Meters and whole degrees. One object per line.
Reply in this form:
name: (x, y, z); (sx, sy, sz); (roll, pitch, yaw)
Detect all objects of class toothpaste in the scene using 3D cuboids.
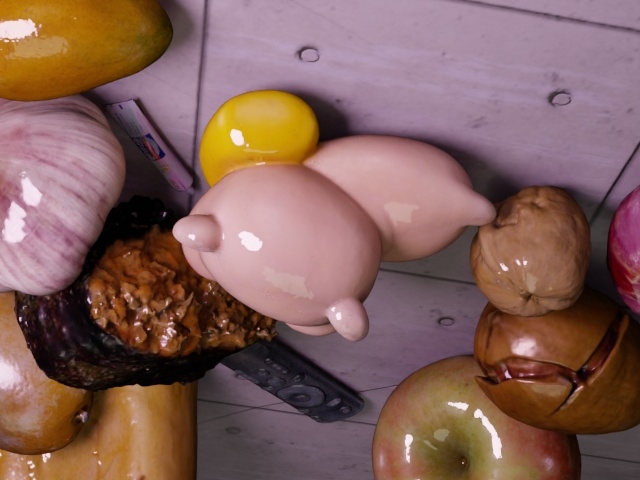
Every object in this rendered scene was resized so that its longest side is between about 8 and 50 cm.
toothpaste: (-0.196, -0.108, 1.257); (0.045, 0.028, 0.170); (-5, 143, 27)

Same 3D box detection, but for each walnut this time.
walnut: (0.349, 0.164, 1.425); (0.336, 0.209, 0.209); (21, 144, -38)
walnut: (0.250, 0.015, 1.251); (0.149, 0.166, 0.166); (31, 141, -10)

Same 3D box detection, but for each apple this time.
apple: (0.241, 0.330, 1.602); (0.319, 0.319, 0.277); (-16, 169, 29)

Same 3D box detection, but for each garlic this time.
garlic: (-0.351, -0.083, 1.125); (0.245, 0.245, 0.253); (-14, 143, 26)

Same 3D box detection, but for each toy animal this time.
toy animal: (-0.004, 0.011, 1.209); (0.345, 0.247, 0.277); (16, 146, -15)

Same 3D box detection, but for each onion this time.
onion: (0.421, 0.015, 1.223); (0.200, 0.201, 0.207); (-10, 155, 22)

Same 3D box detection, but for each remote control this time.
remote control: (-0.082, 0.198, 1.677); (0.107, 0.044, 0.377); (-17, 139, 36)

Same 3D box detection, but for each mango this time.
mango: (-0.261, -0.205, 1.040); (0.221, 0.120, 0.151); (-7, 167, 8)
mango: (-0.493, 0.164, 1.524); (0.384, 0.199, 0.221); (26, 127, 8)

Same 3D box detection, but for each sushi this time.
sushi: (-0.209, 0.058, 1.316); (0.207, 0.234, 0.348); (-26, 168, 29)

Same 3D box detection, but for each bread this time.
bread: (-0.360, 0.360, 1.680); (0.361, 0.394, 0.250); (-8, 159, 15)
